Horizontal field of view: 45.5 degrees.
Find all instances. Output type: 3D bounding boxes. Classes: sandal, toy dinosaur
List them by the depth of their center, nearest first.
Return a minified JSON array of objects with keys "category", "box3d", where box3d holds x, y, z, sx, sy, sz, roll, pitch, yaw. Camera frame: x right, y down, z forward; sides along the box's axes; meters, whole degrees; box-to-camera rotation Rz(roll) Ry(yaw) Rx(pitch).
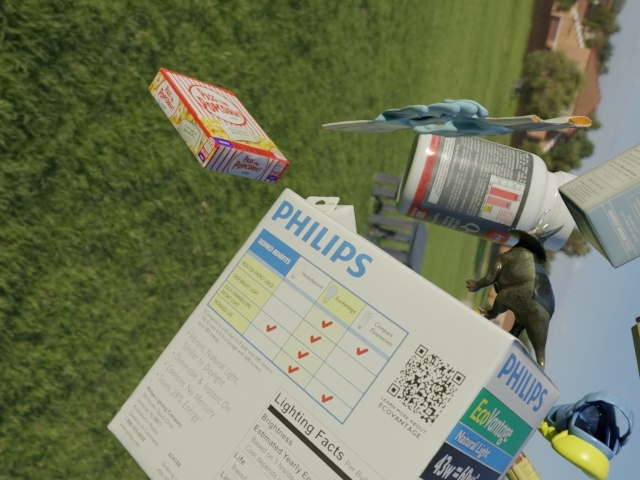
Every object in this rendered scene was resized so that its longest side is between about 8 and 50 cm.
[{"category":"sandal","box3d":[0.474,0.330,1.346,0.138,0.126,0.317,-55,172,-1]},{"category":"toy dinosaur","box3d":[0.362,0.092,1.382,0.160,0.121,0.313,-48,-152,43]}]

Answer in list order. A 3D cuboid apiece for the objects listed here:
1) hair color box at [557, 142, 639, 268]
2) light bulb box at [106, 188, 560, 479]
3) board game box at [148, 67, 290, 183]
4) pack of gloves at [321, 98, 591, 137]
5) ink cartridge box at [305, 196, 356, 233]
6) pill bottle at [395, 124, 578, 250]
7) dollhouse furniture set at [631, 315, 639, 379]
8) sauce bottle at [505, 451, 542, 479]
[{"category":"hair color box","box3d":[0.593,-0.113,1.222,0.113,0.374,0.185,57,12,-12]},{"category":"light bulb box","box3d":[0.014,0.197,0.889,0.361,0.358,0.225,-53,143,-3]},{"category":"board game box","box3d":[-0.153,-0.171,1.147,0.147,0.193,0.045,8,126,-50]},{"category":"pack of gloves","box3d":[0.141,-0.145,0.841,0.232,0.195,0.046,7,-85,62]},{"category":"ink cartridge box","box3d":[0.000,0.000,1.279,0.090,0.092,0.143,-17,103,-40]},{"category":"pill bottle","box3d":[0.363,-0.109,1.664,0.210,0.363,0.210,17,90,-89]},{"category":"dollhouse furniture set","box3d":[0.638,0.225,1.407,0.242,0.161,0.212,77,10,-71]},{"category":"sauce bottle","box3d":[0.301,0.359,1.075,0.042,0.128,0.042,-31,175,-3]}]
